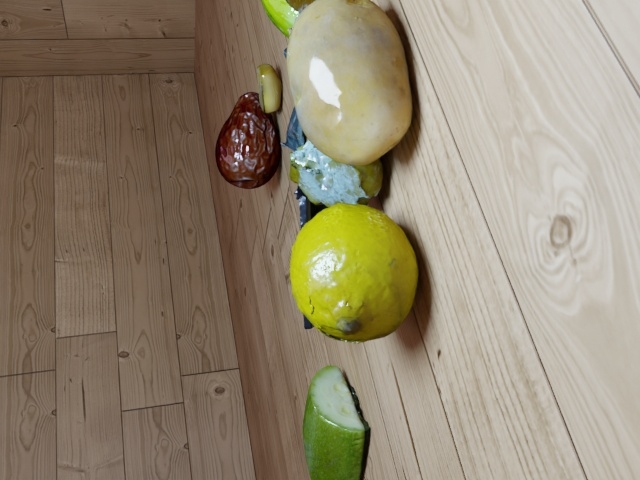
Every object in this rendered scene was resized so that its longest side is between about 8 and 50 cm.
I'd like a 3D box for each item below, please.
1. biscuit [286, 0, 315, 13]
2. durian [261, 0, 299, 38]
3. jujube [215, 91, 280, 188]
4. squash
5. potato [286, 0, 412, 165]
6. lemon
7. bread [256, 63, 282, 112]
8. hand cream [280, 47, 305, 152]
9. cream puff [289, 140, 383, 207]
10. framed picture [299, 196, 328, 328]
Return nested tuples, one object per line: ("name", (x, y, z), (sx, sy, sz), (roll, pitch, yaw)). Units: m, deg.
("biscuit", (-0.026, -0.530, 1.026), (0.314, 0.063, 0.367), (57, 156, 28))
("durian", (-0.048, -0.483, 1.243), (0.139, 0.101, 0.250), (-3, 92, 40))
("jujube", (-0.178, -0.250, 1.712), (0.168, 0.168, 0.236), (142, 133, -73))
("squash", (0.014, 0.388, 1.294), (0.169, 0.093, 0.252), (-116, 26, -51))
("potato", (0.032, -0.210, 0.895), (0.150, 0.146, 0.234), (139, 125, -58))
("lemon", (0.043, 0.042, 0.914), (0.193, 0.180, 0.181), (-148, 55, -72))
("bread", (-0.120, -0.363, 1.634), (0.082, 0.056, 0.115), (-116, 20, -63))
("hand cream", (-0.055, -0.292, 1.413), (0.075, 0.052, 0.248), (-112, 22, -52))
("cream puff", (0.036, -0.120, 1.015), (0.121, 0.156, 0.156), (43, -169, -33))
("framed picture", (0.001, 0.000, 1.175), (0.192, 0.018, 0.265), (-37, -52, -69))
